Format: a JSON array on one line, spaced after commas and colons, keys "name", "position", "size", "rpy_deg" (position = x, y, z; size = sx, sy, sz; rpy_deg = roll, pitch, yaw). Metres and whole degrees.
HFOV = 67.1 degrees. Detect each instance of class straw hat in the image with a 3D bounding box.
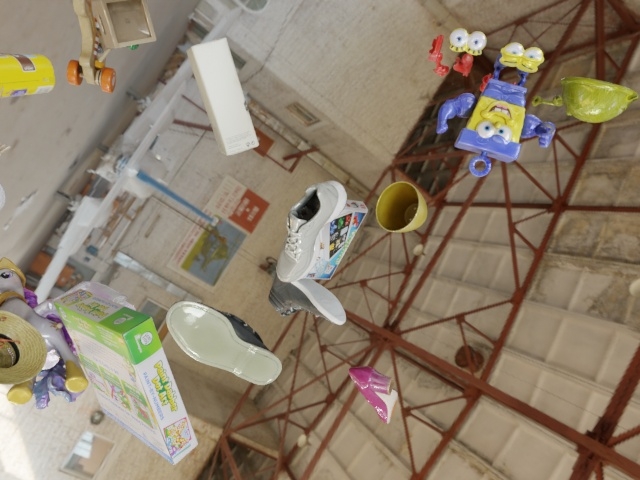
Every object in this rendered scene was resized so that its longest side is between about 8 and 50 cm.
[{"name": "straw hat", "position": [-0.546, 0.192, 0.811], "size": [0.061, 0.144, 0.145], "rpy_deg": [-40, -155, 20]}]

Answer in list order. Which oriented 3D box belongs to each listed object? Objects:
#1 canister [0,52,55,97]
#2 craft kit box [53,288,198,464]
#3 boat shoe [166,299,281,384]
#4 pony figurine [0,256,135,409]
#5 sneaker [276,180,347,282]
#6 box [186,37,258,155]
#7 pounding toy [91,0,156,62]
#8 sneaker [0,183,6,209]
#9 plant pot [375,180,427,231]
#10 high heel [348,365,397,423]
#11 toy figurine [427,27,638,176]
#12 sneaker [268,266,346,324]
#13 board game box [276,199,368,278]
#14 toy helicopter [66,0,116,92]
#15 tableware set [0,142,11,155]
[{"name": "canister", "position": [-0.537, -0.266, 0.778], "size": [0.170, 0.126, 0.074], "rpy_deg": [-64, 156, -66]}, {"name": "craft kit box", "position": [-0.327, 0.217, 0.803], "size": [0.249, 0.247, 0.061], "rpy_deg": [9, -148, 40]}, {"name": "boat shoe", "position": [-0.243, 0.240, 1.210], "size": [0.127, 0.340, 0.113], "rpy_deg": [-53, -151, 3]}, {"name": "pony figurine", "position": [-0.619, 0.202, 1.074], "size": [0.302, 0.351, 0.363], "rpy_deg": [-40, -141, -6]}, {"name": "sneaker", "position": [-0.048, -0.021, 1.080], "size": [0.121, 0.099, 0.263], "rpy_deg": [-2, 122, -60]}, {"name": "box", "position": [-0.252, -0.367, 1.248], "size": [0.094, 0.275, 0.113], "rpy_deg": [-21, -156, -15]}, {"name": "pounding toy", "position": [-0.504, -0.534, 1.216], "size": [0.130, 0.141, 0.100], "rpy_deg": [-28, -147, -32]}, {"name": "sneaker", "position": [-0.846, -0.182, 1.156], "size": [0.138, 0.365, 0.210], "rpy_deg": [-67, 169, 18]}, {"name": "plant pot", "position": [0.227, -0.077, 1.269], "size": [0.134, 0.095, 0.134], "rpy_deg": [-16, -114, 41]}, {"name": "high heel", "position": [0.143, 0.424, 1.324], "size": [0.117, 0.244, 0.082], "rpy_deg": [14, -123, 23]}, {"name": "toy figurine", "position": [0.343, -0.208, 0.888], "size": [0.191, 0.362, 0.217], "rpy_deg": [42, 68, -84]}, {"name": "sneaker", "position": [-0.053, 0.216, 1.613], "size": [0.104, 0.295, 0.147], "rpy_deg": [-20, 142, -59]}, {"name": "board game box", "position": [0.000, 0.000, 1.517], "size": [0.305, 0.192, 0.053], "rpy_deg": [-63, -143, 34]}, {"name": "toy helicopter", "position": [-0.748, -0.680, 1.584], "size": [0.355, 0.140, 0.235], "rpy_deg": [121, -24, -61]}, {"name": "tableware set", "position": [-0.695, -0.155, 0.941], "size": [0.154, 0.024, 0.104], "rpy_deg": [-25, 169, 10]}]
